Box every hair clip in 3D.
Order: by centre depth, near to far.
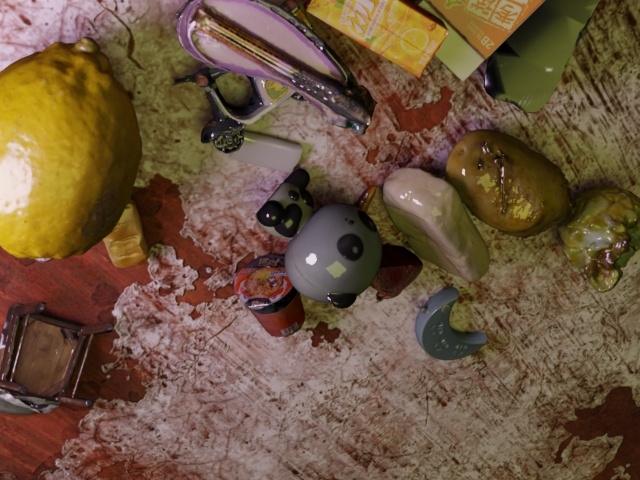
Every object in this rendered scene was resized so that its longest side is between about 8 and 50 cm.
[{"bbox_3d":[-0.056,-0.283,1.406,0.358,0.096,0.110,31,135,-14],"label":"hair clip"}]

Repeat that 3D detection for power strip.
[{"bbox_3d":[0.270,0.186,1.945,0.137,0.044,0.216,-34,128,6],"label":"power strip"}]

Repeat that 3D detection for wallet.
[{"bbox_3d":[-0.097,-0.157,1.592,0.122,0.025,0.061,11,125,-26],"label":"wallet"}]

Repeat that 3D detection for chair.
[{"bbox_3d":[-0.522,0.224,1.642,0.160,0.319,0.186,21,70,-32],"label":"chair"}]

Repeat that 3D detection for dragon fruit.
[{"bbox_3d":[0.119,0.064,1.779,0.147,0.102,0.096,4,124,-28],"label":"dragon fruit"}]

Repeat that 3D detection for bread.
[{"bbox_3d":[-0.349,-0.015,1.581,0.074,0.053,0.132,-13,125,-11],"label":"bread"}]

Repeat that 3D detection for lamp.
[{"bbox_3d":[0.000,0.000,1.622,0.244,0.198,0.197,44,103,-9],"label":"lamp"}]

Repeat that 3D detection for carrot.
[{"bbox_3d":[0.057,-0.031,1.729,0.037,0.037,0.190,23,109,-31],"label":"carrot"}]

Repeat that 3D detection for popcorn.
[{"bbox_3d":[0.588,-0.002,1.840,0.197,0.213,0.198,8,146,5],"label":"popcorn"}]

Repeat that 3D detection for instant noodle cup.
[{"bbox_3d":[-0.087,0.115,1.730,0.127,0.127,0.136,-24,136,-2],"label":"instant noodle cup"}]

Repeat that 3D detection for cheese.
[{"bbox_3d":[0.221,-0.034,1.711,0.093,0.159,0.263,-53,130,-17],"label":"cheese"}]

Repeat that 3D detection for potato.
[{"bbox_3d":[0.368,-0.099,1.721,0.300,0.140,0.173,26,81,-33],"label":"potato"}]

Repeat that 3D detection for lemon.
[{"bbox_3d":[-0.408,-0.131,1.353,0.285,0.285,0.316,-8,94,-14],"label":"lemon"}]

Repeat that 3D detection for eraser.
[{"bbox_3d":[0.267,-0.404,1.509,0.157,0.038,0.230,40,107,-16],"label":"eraser"}]

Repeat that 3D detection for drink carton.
[{"bbox_3d":[0.091,-0.365,1.457,0.222,0.071,0.096,26,113,-16],"label":"drink carton"}]

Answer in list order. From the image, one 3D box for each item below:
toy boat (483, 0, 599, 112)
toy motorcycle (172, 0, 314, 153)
[{"bbox_3d":[0.393,-0.381,1.578,0.134,0.092,0.299,25,109,2],"label":"toy boat"},{"bbox_3d":[-0.109,-0.261,1.479,0.263,0.091,0.157,-36,119,5],"label":"toy motorcycle"}]
